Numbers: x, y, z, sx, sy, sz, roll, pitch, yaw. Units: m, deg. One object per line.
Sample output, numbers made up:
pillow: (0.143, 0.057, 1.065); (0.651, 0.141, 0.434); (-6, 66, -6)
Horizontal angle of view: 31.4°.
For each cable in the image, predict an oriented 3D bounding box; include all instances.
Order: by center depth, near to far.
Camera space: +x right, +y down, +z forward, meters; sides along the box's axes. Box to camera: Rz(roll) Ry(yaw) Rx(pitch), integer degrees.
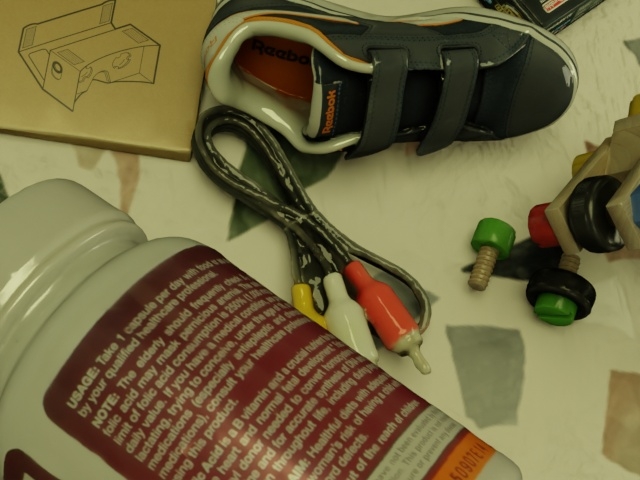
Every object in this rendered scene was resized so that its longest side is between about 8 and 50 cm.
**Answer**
cable: (0.000, 0.000, 0.939); (0.139, 0.072, 0.287); (-22, 81, -15)

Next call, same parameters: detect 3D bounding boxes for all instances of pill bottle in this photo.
pill bottle: (-0.080, 0.138, 0.794); (0.392, 0.224, 0.224); (35, 70, 14)

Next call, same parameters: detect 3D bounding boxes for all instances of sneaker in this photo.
sneaker: (0.056, -0.127, 0.952); (0.321, 0.126, 0.127); (8, 36, 3)

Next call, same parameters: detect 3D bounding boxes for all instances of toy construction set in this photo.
toy construction set: (0.313, -0.053, 0.900); (0.257, 0.309, 0.237); (27, 65, -7)

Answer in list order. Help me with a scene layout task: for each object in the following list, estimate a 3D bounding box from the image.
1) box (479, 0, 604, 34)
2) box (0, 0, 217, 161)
box: (0.225, -0.305, 1.087); (0.220, 0.051, 0.175); (-34, 80, -17)
box: (-0.200, -0.160, 0.996); (0.201, 0.021, 0.164); (9, 71, -6)
